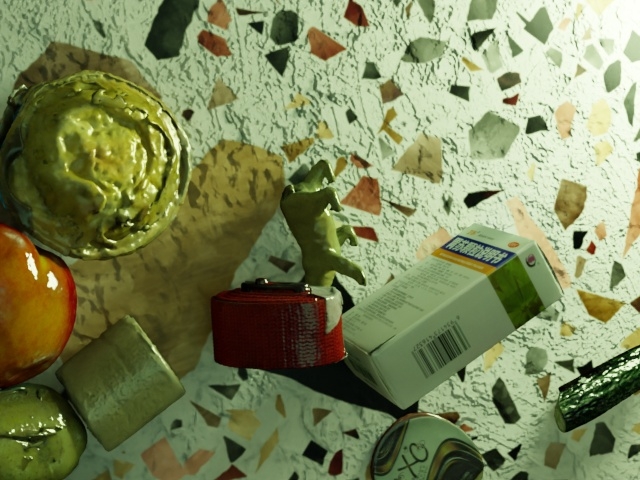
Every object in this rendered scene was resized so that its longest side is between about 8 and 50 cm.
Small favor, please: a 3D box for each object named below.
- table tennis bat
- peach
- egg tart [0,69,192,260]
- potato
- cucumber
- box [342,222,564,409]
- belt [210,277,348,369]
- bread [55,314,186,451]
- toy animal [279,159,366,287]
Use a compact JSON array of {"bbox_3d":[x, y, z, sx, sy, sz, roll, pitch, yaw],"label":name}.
[{"bbox_3d":[0.207,0.403,1.829,0.301,0.022,0.173,43,84,-16],"label":"table tennis bat"},{"bbox_3d":[-0.446,0.092,1.482,0.244,0.199,0.243,-3,99,-21],"label":"peach"},{"bbox_3d":[-0.301,-0.111,1.521,0.291,0.107,0.290,5,80,-29],"label":"egg tart"},{"bbox_3d":[-0.425,0.263,1.499,0.248,0.169,0.143,4,86,-42],"label":"potato"},{"bbox_3d":[0.485,0.235,1.868,0.241,0.074,0.074,-27,104,-14],"label":"cucumber"},{"bbox_3d":[0.180,0.106,1.684,0.299,0.200,0.106,-33,107,-11],"label":"box"},{"bbox_3d":[-0.062,0.115,1.626,0.201,0.128,0.124,0,99,20],"label":"belt"},{"bbox_3d":[-0.281,0.197,1.575,0.141,0.148,0.134,-39,115,-10],"label":"bread"},{"bbox_3d":[0.000,0.000,1.679,0.101,0.103,0.218,-18,105,5],"label":"toy animal"}]
